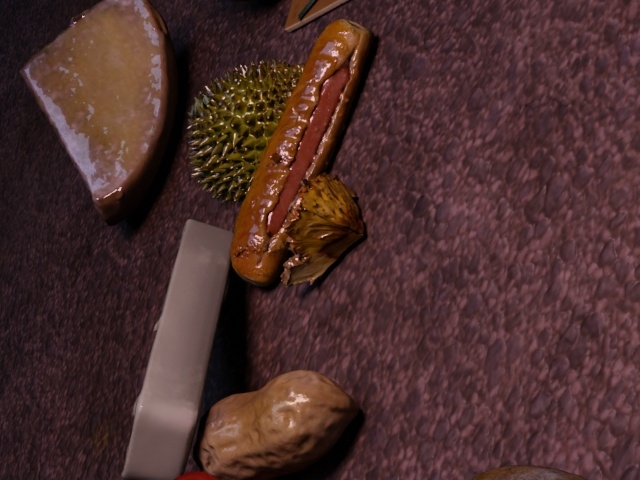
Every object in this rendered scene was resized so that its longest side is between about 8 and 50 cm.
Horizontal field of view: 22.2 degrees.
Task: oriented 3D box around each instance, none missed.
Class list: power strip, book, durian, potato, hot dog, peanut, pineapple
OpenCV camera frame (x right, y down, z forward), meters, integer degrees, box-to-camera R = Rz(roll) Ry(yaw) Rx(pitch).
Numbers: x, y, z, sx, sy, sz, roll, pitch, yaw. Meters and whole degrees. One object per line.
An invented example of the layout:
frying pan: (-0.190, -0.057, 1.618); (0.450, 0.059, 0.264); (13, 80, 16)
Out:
power strip: (-0.131, 0.093, 1.581); (0.385, 0.062, 0.091); (-83, 8, -62)
book: (0.020, -0.304, 1.799); (0.172, 0.012, 0.118); (-17, 53, 58)
durian: (-0.099, -0.121, 1.778); (0.220, 0.095, 0.137); (-30, 41, 61)
potato: (-0.236, -0.150, 2.076); (0.189, 0.211, 0.264); (-30, 65, -5)
hot dog: (-0.022, -0.092, 1.641); (0.286, 0.061, 0.088); (-68, 14, -8)
peanut: (-0.048, 0.171, 1.428); (0.214, 0.099, 0.099); (-24, 47, 47)
pineapple: (0.000, 0.000, 1.527); (0.114, 0.077, 0.114); (-66, -12, 25)

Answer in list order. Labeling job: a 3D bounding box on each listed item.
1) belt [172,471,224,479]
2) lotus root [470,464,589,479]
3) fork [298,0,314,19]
belt: (-0.124, 0.352, 1.381); (0.324, 0.115, 0.227); (-58, 24, 12)
lotus root: (0.144, 0.199, 1.022); (0.192, 0.088, 0.113); (-5, 79, 61)
fork: (0.034, -0.316, 1.743); (0.235, 0.021, 0.039); (-45, 29, 36)
